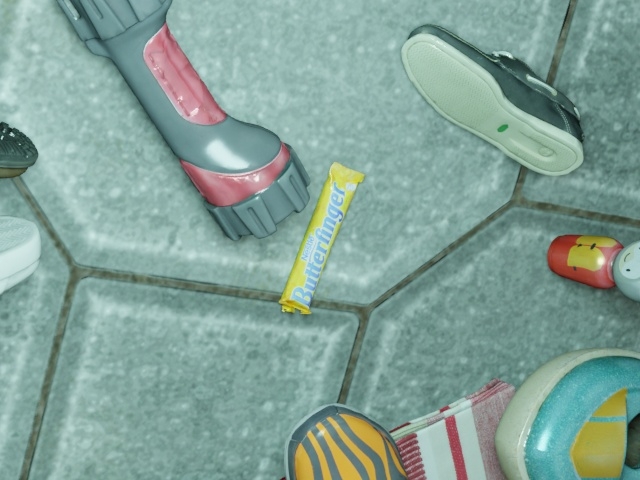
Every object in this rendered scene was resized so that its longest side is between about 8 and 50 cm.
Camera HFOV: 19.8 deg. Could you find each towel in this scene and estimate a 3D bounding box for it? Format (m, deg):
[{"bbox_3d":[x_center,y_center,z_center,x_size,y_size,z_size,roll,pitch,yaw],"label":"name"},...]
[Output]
[{"bbox_3d":[0.088,0.311,2.003,0.329,0.037,0.237,-23,118,-17],"label":"towel"}]

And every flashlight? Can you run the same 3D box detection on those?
[{"bbox_3d":[-0.119,-0.141,1.701,0.103,0.103,0.304,-52,125,-34],"label":"flashlight"}]

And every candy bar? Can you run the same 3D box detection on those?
[{"bbox_3d":[0.000,0.000,1.858,0.040,0.018,0.161,17,98,-31],"label":"candy bar"}]

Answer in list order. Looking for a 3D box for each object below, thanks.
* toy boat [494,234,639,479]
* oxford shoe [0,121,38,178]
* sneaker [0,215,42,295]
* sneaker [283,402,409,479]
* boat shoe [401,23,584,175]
[{"bbox_3d":[0.305,0.150,1.971,0.267,0.148,0.318,-10,106,-45],"label":"toy boat"},{"bbox_3d":[-0.363,-0.067,1.622,0.227,0.083,0.096,-1,127,-27],"label":"oxford shoe"},{"bbox_3d":[-0.369,0.098,1.657,0.293,0.108,0.169,-23,118,-8],"label":"sneaker"},{"bbox_3d":[0.085,0.311,1.872,0.125,0.180,0.321,-37,122,-9],"label":"sneaker"},{"bbox_3d":[0.176,-0.154,1.875,0.233,0.084,0.079,32,53,-25],"label":"boat shoe"}]
